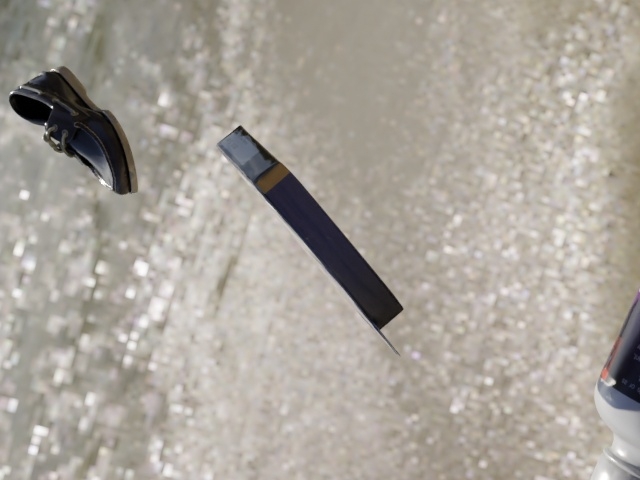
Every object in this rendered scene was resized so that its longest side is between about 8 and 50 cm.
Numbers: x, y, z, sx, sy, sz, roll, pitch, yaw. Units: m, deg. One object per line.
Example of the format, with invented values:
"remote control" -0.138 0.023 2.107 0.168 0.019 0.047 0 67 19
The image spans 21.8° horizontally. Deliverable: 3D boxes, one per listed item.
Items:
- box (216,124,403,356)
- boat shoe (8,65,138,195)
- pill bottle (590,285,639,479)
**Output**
"box" 0.000 0.000 1.509 0.036 0.225 0.136 -40 25 -3
"boat shoe" -0.235 -0.097 1.573 0.206 0.065 0.075 47 147 45
"pill bottle" 0.349 0.084 1.406 0.323 0.181 0.181 -67 22 6
